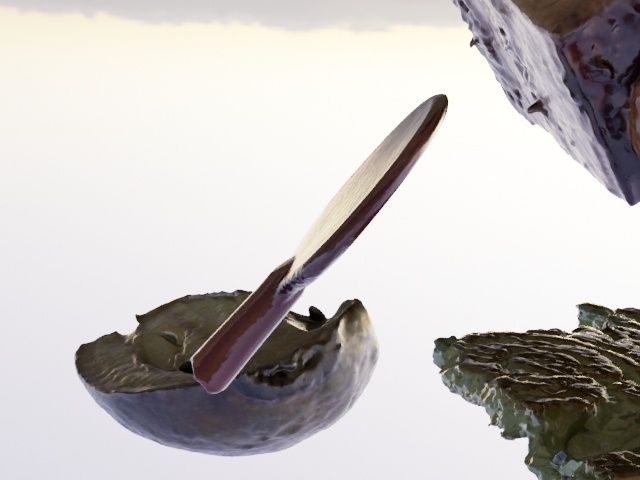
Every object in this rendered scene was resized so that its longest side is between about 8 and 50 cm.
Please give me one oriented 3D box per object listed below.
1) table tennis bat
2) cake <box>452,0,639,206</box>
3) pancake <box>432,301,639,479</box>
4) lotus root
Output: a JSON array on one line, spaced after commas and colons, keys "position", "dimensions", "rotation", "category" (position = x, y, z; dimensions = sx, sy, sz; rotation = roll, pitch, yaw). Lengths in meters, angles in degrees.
[{"position": [0.000, 0.000, 0.497], "dimensions": [0.019, 0.155, 0.098], "rotation": [39, -170, -7], "category": "table tennis bat"}, {"position": [0.235, -0.164, 0.921], "dimensions": [0.196, 0.199, 0.293], "rotation": [-30, -148, 2], "category": "cake"}, {"position": [0.154, 0.089, 0.660], "dimensions": [0.197, 0.054, 0.376], "rotation": [13, -169, 20], "category": "pancake"}, {"position": [-0.086, 0.136, 1.105], "dimensions": [0.210, 0.142, 0.314], "rotation": [-29, -164, -24], "category": "lotus root"}]
